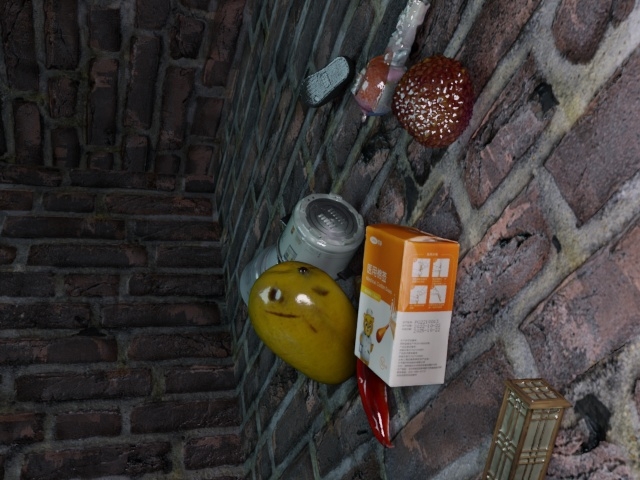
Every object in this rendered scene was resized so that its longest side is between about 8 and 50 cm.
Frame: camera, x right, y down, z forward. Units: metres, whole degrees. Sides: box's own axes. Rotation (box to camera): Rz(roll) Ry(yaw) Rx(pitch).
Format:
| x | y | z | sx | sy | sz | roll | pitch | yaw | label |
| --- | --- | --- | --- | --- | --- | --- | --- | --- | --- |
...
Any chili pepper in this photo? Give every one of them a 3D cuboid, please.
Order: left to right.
| x | y | z | sx | sy | sz | roll | pitch | yaw | label |
| --- | --- | --- | --- | --- | --- | --- | --- | --- | --- |
| 0.156 | 0.352 | 1.731 | 0.137 | 0.091 | 0.369 | 8 | 104 | 57 | chili pepper |

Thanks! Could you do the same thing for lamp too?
| x | y | z | sx | sy | sz | roll | pitch | yaw | label |
| --- | --- | --- | --- | --- | --- | --- | --- | --- | --- |
| 0.348 | 0.407 | 1.158 | 0.089 | 0.090 | 0.326 | -130 | 46 | -63 | lamp |

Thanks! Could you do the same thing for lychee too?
| x | y | z | sx | sy | sz | roll | pitch | yaw | label |
| --- | --- | --- | --- | --- | --- | --- | --- | --- | --- |
| 0.247 | -0.300 | 1.382 | 0.188 | 0.188 | 0.188 | -179 | 90 | -70 | lychee |

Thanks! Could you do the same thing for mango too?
| x | y | z | sx | sy | sz | roll | pitch | yaw | label |
| --- | --- | --- | --- | --- | --- | --- | --- | --- | --- |
| -0.032 | 0.256 | 1.864 | 0.221 | 0.301 | 0.445 | -69 | -39 | -52 | mango |

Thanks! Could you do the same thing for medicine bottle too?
| x | y | z | sx | sy | sz | roll | pitch | yaw | label |
| --- | --- | --- | --- | --- | --- | --- | --- | --- | --- |
| -0.125 | 0.128 | 2.276 | 0.306 | 0.245 | 0.245 | -38 | 53 | 54 | medicine bottle |

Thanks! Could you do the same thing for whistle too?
| x | y | z | sx | sy | sz | roll | pitch | yaw | label |
| --- | --- | --- | --- | --- | --- | --- | --- | --- | --- |
| 0.176 | -0.454 | 1.661 | 0.346 | 0.133 | 0.142 | -66 | -7 | 32 | whistle |

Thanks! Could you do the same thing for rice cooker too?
| x | y | z | sx | sy | sz | roll | pitch | yaw | label |
| --- | --- | --- | --- | --- | --- | --- | --- | --- | --- |
| 0.000 | 0.000 | 1.952 | 0.280 | 0.241 | 0.227 | 41 | 136 | 13 | rice cooker |

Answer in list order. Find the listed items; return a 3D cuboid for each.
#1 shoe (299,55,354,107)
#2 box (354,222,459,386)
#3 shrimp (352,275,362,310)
| x | y | z | sx | sy | sz | roll | pitch | yaw | label |
| --- | --- | --- | --- | --- | --- | --- | --- | --- | --- |
| 0.037 | -0.514 | 2.120 | 0.241 | 0.093 | 0.108 | -27 | 79 | 44 | shoe |
| 0.196 | 0.141 | 1.523 | 0.225 | 0.143 | 0.342 | -152 | 64 | -68 | box |
| 0.120 | 0.188 | 1.884 | 0.099 | 0.041 | 0.180 | 114 | 150 | -53 | shrimp |
